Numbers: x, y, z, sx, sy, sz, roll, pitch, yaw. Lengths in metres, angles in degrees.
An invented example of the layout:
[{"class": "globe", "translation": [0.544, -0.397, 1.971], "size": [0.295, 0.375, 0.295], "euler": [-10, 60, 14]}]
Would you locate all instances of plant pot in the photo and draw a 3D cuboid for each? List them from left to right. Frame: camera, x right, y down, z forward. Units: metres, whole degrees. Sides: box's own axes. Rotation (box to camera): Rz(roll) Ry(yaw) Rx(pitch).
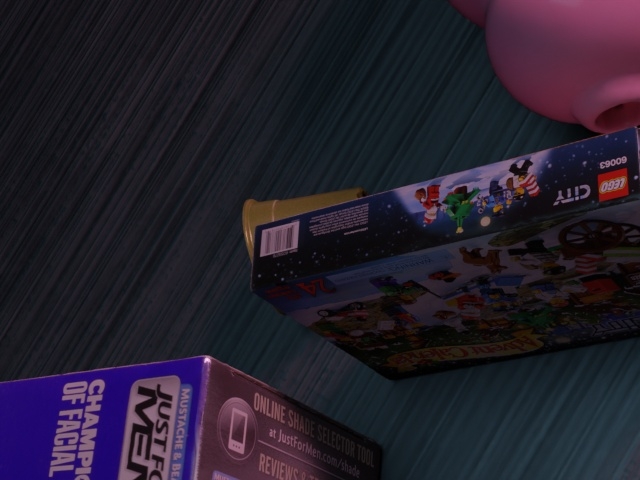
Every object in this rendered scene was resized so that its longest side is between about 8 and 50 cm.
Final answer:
[{"class": "plant pot", "translation": [0.000, 0.000, 0.911], "size": [0.079, 0.083, 0.083], "euler": [-17, 57, 13]}]

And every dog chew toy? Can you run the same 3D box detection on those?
[{"class": "dog chew toy", "translation": [0.145, -0.220, 0.838], "size": [0.207, 0.206, 0.332], "euler": [-23, 63, 25]}]

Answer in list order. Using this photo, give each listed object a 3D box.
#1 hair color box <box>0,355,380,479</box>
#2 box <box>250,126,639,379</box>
[{"class": "hair color box", "translation": [-0.154, 0.164, 0.861], "size": [0.339, 0.185, 0.110], "euler": [-12, 61, 32]}, {"class": "box", "translation": [0.100, 0.017, 0.767], "size": [0.233, 0.159, 0.044], "euler": [-14, 58, 30]}]
